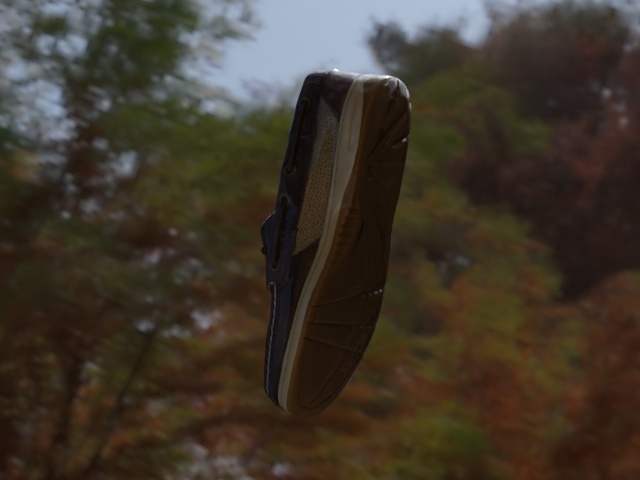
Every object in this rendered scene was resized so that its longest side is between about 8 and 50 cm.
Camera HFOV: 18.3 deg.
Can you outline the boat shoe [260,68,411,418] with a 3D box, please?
[{"bbox_3d":[0.000,0.000,0.865,0.056,0.049,0.152,11,-85,-56],"label":"boat shoe"}]
